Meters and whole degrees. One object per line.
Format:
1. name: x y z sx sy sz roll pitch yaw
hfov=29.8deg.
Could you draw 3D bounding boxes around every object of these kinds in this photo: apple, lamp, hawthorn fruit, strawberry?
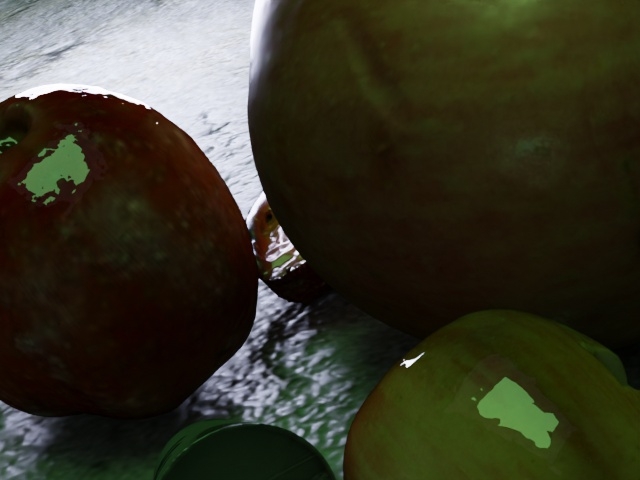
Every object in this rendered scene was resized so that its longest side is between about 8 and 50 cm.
1. apple: 0.111 0.129 0.645 0.199 0.199 0.199 -13 26 7
2. lamp: -0.039 0.169 0.695 0.121 0.121 0.214 -22 14 -12
3. apple: 0.127 -0.111 0.866 0.346 0.391 0.391 -7 27 29
4. hawthorn fruit: -0.179 0.009 0.959 0.284 0.284 0.284 -13 26 7
5. strawberry: 0.002 -0.002 1.061 0.140 0.085 0.192 -16 27 -5
